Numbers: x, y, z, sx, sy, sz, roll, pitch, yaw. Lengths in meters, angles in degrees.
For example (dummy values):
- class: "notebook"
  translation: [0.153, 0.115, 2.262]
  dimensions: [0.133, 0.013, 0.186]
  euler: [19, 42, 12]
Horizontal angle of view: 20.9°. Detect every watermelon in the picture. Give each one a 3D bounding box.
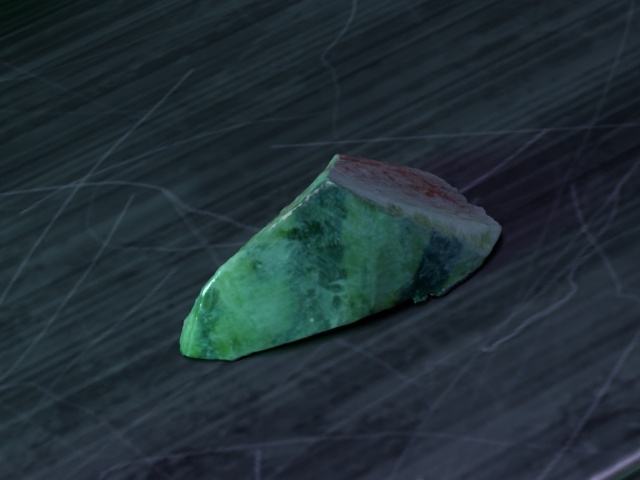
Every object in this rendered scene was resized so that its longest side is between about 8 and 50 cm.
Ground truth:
- class: "watermelon"
  translation: [0.001, 0.003, 0.928]
  dimensions: [0.180, 0.081, 0.094]
  euler: [-27, 17, -20]
